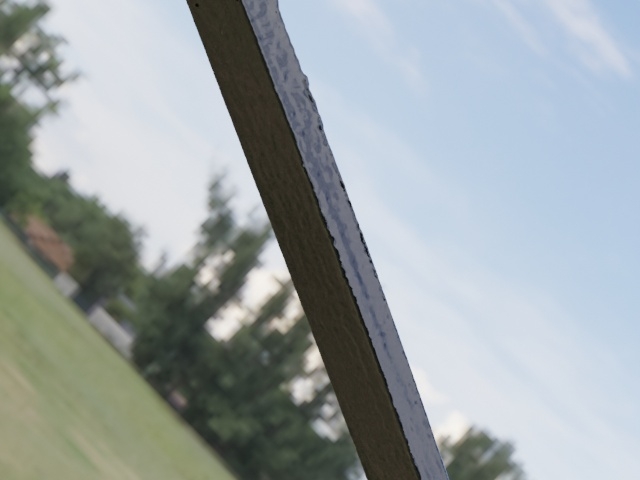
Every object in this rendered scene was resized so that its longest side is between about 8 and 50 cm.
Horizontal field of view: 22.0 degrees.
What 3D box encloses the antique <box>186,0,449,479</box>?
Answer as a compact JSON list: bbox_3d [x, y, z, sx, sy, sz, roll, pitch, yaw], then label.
[{"bbox_3d":[0.000,0.000,0.532,0.031,0.015,0.192,2,-61,50],"label":"antique"}]
